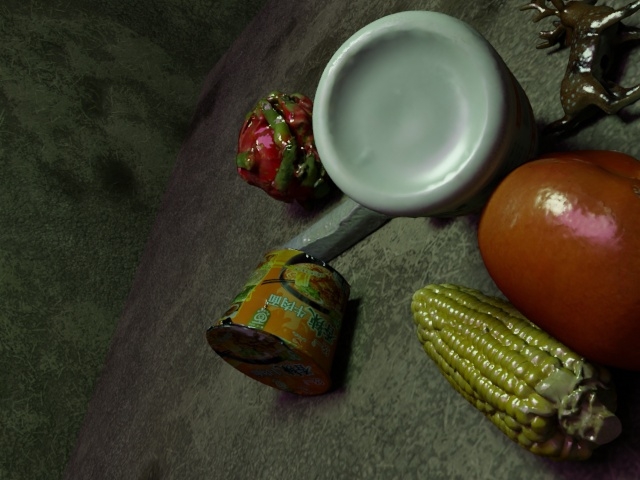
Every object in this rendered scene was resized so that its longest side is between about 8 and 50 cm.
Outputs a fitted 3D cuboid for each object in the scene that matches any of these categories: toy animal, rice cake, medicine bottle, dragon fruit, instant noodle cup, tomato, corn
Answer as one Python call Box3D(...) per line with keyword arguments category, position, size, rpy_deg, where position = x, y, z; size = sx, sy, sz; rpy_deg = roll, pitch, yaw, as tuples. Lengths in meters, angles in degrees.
Box3D(category="toy animal", position=(0.362, -0.270, 0.935), size=(0.260, 0.087, 0.243), rpy_deg=(1, 64, 59))
Box3D(category="rice cake", position=(0.001, 0.000, 1.372), size=(0.399, 0.070, 0.064), rpy_deg=(-34, 32, 44))
Box3D(category="medicine bottle", position=(0.152, -0.131, 0.833), size=(0.211, 0.211, 0.371), rpy_deg=(-54, -17, 16))
Box3D(category="dragon fruit", position=(-0.067, -0.205, 1.514), size=(0.237, 0.231, 0.303), rpy_deg=(-65, 17, 11))
Box3D(category="instant noodle cup", position=(-0.057, 0.136, 1.187), size=(0.230, 0.230, 0.182), rpy_deg=(-24, 34, 53))
Box3D(category="tomato", position=(0.282, 0.012, 0.645), size=(0.260, 0.260, 0.180), rpy_deg=(-118, 30, -61))
Box3D(category="corn", position=(0.207, 0.134, 0.776), size=(0.130, 0.130, 0.347), rpy_deg=(-61, 22, 3))
